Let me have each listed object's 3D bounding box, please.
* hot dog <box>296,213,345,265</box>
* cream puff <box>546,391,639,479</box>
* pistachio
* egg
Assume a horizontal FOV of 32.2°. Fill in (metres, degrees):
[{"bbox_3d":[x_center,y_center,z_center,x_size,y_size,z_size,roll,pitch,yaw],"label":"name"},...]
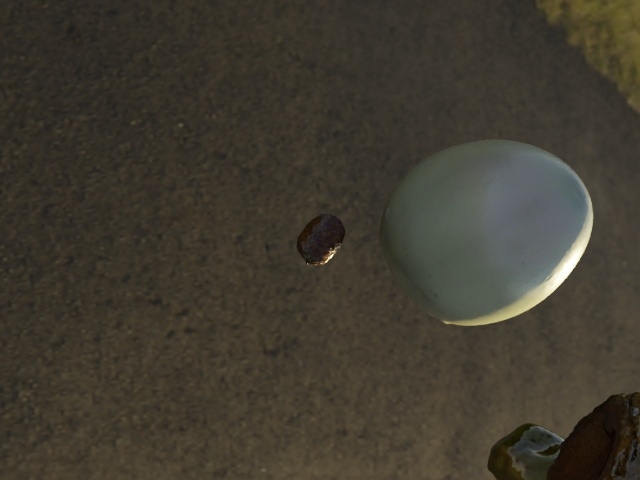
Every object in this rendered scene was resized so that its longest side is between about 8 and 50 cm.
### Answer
[{"bbox_3d":[0.000,0.000,1.593,0.058,0.035,0.083,42,61,-6],"label":"hot dog"},{"bbox_3d":[0.324,0.259,1.086,0.169,0.183,0.183,33,42,-4],"label":"cream puff"},{"bbox_3d":[0.302,0.304,1.466,0.189,0.110,0.100,40,71,-33],"label":"pistachio"},{"bbox_3d":[0.255,-0.018,1.704,0.283,0.345,0.283,19,60,-35],"label":"egg"}]
